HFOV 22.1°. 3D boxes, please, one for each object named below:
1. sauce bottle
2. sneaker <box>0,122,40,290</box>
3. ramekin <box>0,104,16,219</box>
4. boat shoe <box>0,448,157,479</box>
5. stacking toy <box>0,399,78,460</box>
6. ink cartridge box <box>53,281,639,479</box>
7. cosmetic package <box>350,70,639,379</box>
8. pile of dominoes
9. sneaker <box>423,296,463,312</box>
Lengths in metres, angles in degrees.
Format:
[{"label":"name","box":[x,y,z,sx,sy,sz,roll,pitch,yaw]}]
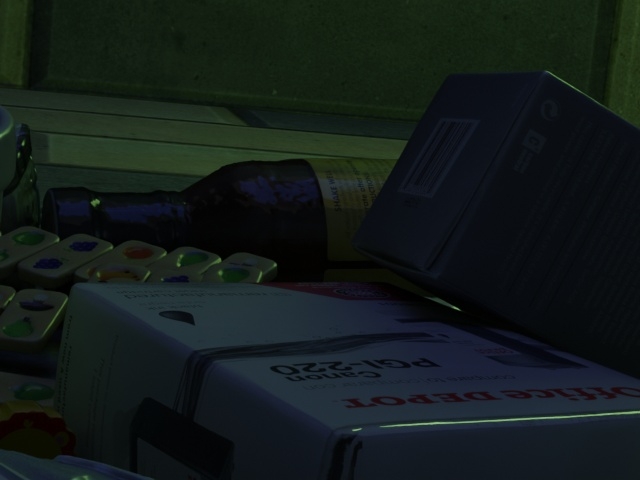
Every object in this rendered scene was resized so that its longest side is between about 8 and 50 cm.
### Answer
[{"label":"sauce bottle","box":[0.000,0.000,1.026,0.344,0.111,0.111,1,10,-18]},{"label":"sneaker","box":[-0.262,-0.023,1.076,0.129,0.111,0.297,-3,5,-24]},{"label":"ramekin","box":[-0.212,0.007,0.569,0.207,0.109,0.207,4,14,-1]},{"label":"boat shoe","box":[-0.071,0.103,0.467,0.227,0.079,0.081,16,5,23]},{"label":"stacking toy","box":[-0.224,0.068,0.642,0.221,0.052,0.167,1,10,-24]},{"label":"ink cartridge box","box":[0.014,0.079,0.601,0.159,0.092,0.218,0,12,-31]},{"label":"cosmetic package","box":[0.148,0.023,0.716,0.238,0.107,0.127,32,-4,-13]},{"label":"pile of dominoes","box":[-0.156,0.023,0.845,0.251,0.040,0.196,7,25,7]},{"label":"sneaker","box":[0.071,0.048,0.945,0.075,0.057,0.161,13,13,12]}]
